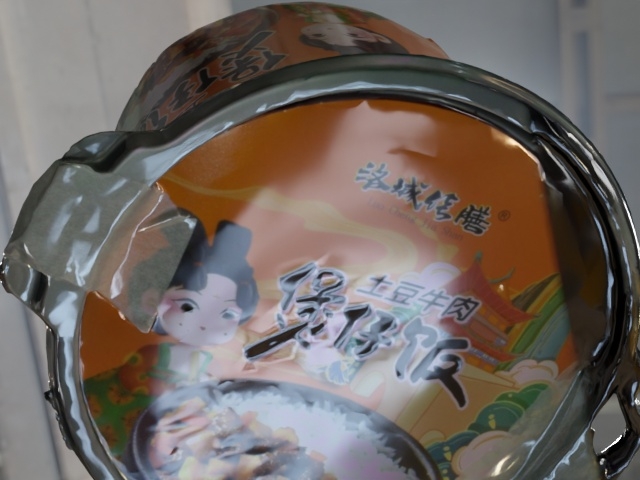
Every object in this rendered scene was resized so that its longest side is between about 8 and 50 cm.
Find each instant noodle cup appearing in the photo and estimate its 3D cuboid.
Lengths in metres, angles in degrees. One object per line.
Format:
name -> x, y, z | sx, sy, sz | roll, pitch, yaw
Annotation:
instant noodle cup -> 0.000, 0.000, 0.583 | 0.177, 0.208, 0.125 | -42, -150, 13
